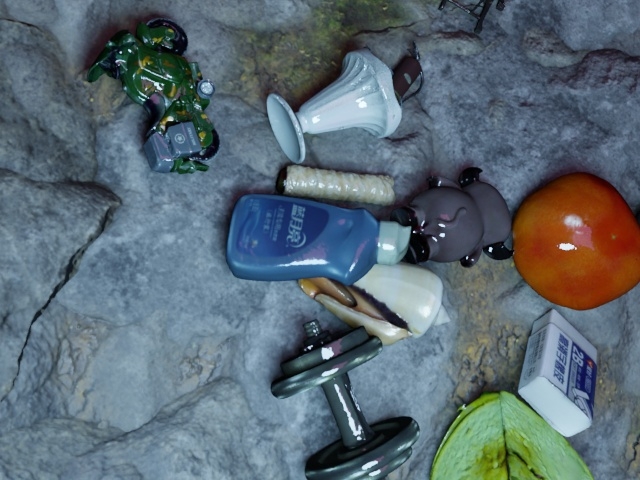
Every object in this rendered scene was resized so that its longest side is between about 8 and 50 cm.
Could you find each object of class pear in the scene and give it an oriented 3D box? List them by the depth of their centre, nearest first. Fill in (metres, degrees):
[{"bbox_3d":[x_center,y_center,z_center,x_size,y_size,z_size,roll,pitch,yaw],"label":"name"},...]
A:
[{"bbox_3d":[0.330,0.433,1.222,0.281,0.176,0.286,30,40,-21],"label":"pear"}]

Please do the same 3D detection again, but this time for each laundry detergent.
[{"bbox_3d":[0.000,0.000,1.209,0.289,0.094,0.143,3,58,5],"label":"laundry detergent"}]

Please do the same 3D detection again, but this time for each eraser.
[{"bbox_3d":[0.421,0.226,1.315,0.124,0.068,0.210,42,35,-4],"label":"eraser"}]

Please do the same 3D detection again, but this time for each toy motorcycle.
[{"bbox_3d":[-0.269,-0.232,1.215,0.187,0.125,0.275,-16,83,-31],"label":"toy motorcycle"}]

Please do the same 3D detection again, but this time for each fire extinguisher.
[{"bbox_3d":[0.154,-0.294,1.416,0.078,0.045,0.157,50,63,-32],"label":"fire extinguisher"}]

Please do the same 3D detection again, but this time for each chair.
[{"bbox_3d":[0.327,-0.551,1.500,0.113,0.106,0.229,26,71,-10],"label":"chair"}]

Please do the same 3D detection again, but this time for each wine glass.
[{"bbox_3d":[0.021,-0.225,1.298,0.196,0.165,0.165,-26,86,-15],"label":"wine glass"}]

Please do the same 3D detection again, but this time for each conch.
[{"bbox_3d":[0.096,0.098,1.275,0.255,0.127,0.158,21,69,14],"label":"conch"}]

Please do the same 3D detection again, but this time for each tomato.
[{"bbox_3d":[0.478,0.005,1.378,0.259,0.180,0.260,3,78,-17],"label":"tomato"}]

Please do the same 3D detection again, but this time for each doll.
[{"bbox_3d":[0.240,-0.031,1.315,0.257,0.117,0.182,-16,85,-42],"label":"doll"}]

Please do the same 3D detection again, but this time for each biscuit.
[{"bbox_3d":[0.030,-0.098,1.317,0.219,0.055,0.061,7,64,-17],"label":"biscuit"}]

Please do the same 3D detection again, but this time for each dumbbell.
[{"bbox_3d":[0.037,0.260,1.159,0.192,0.192,0.290,-22,86,-22],"label":"dumbbell"}]

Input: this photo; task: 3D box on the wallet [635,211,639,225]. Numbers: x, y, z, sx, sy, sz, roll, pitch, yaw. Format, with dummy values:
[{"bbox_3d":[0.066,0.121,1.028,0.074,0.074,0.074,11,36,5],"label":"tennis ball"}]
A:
[{"bbox_3d":[0.806,-0.071,1.571,0.228,0.062,0.406,45,67,-5],"label":"wallet"}]
